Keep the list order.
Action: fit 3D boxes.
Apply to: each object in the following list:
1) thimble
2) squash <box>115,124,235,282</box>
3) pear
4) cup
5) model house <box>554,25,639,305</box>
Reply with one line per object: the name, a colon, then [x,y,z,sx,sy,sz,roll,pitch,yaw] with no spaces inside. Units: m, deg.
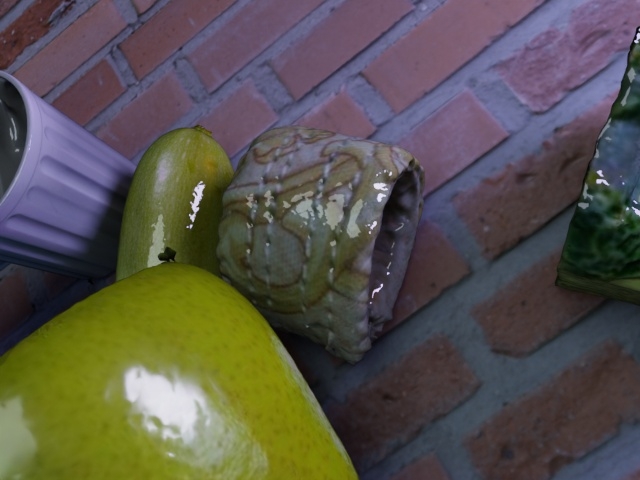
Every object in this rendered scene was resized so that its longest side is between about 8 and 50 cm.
thimble: [0.000,0.000,0.584,0.143,0.137,0.191,14,95,23]
squash: [-0.135,-0.027,0.656,0.123,0.123,0.187,-4,74,21]
pear: [-0.077,0.195,0.480,0.238,0.342,0.318,-40,83,-21]
cup: [-0.310,-0.044,0.684,0.221,0.202,0.167,-18,68,17]
model house: [0.283,-0.042,0.455,0.189,0.195,0.214,21,86,18]
